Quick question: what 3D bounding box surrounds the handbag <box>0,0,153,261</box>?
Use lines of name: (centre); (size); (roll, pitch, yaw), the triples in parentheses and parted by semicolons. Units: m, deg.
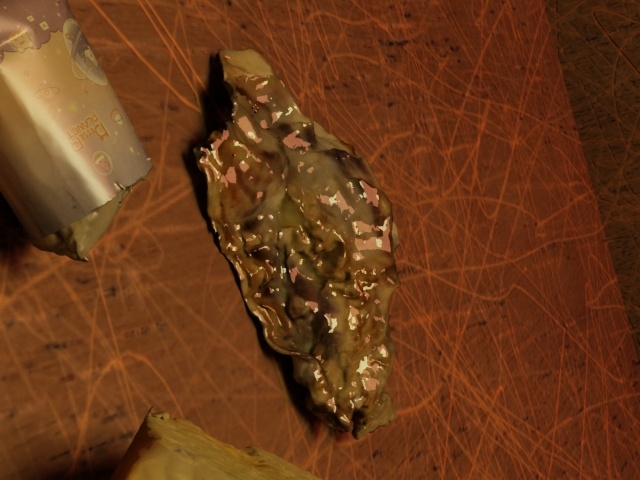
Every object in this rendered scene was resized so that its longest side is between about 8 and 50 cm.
handbag: (-0.178, -0.073, 0.998); (0.173, 0.095, 0.117); (62, 31, -11)

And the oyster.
oyster: (0.004, -0.001, 1.343); (0.354, 0.107, 0.201); (68, 28, -17)

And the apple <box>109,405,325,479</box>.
apple: (-0.013, 0.254, 0.977); (0.309, 0.252, 0.314); (51, 26, -75)
